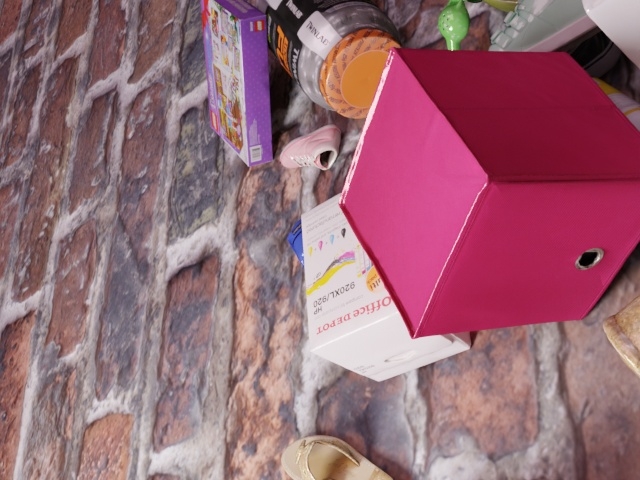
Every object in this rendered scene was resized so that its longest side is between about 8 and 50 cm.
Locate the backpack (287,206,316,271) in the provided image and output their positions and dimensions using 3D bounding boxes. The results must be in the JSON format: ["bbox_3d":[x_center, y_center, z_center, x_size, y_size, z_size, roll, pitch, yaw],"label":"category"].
[{"bbox_3d":[0.000,0.000,1.503,0.098,0.101,0.120,-41,40,13],"label":"backpack"}]

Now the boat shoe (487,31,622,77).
[{"bbox_3d":[0.269,-0.236,1.336,0.335,0.119,0.121,-35,47,28],"label":"boat shoe"}]

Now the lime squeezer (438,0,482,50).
[{"bbox_3d":[0.248,-0.361,1.432,0.310,0.110,0.059,-64,22,-4],"label":"lime squeezer"}]

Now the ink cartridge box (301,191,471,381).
[{"bbox_3d":[0.091,0.056,1.319,0.171,0.168,0.233,-28,51,33],"label":"ink cartridge box"}]

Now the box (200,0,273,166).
[{"bbox_3d":[-0.160,-0.316,1.747,0.201,0.057,0.293,46,145,48],"label":"box"}]

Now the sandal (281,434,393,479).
[{"bbox_3d":[0.015,0.316,1.305,0.240,0.079,0.088,17,58,47],"label":"sandal"}]

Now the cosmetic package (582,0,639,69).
[{"bbox_3d":[0.483,-0.404,1.046,0.329,0.327,0.394,-27,52,34],"label":"cosmetic package"}]

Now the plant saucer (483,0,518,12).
[{"bbox_3d":[0.337,-0.389,1.339,0.240,0.037,0.241,-11,37,8],"label":"plant saucer"}]

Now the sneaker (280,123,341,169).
[{"bbox_3d":[-0.020,-0.152,1.645,0.134,0.051,0.070,-26,46,29],"label":"sneaker"}]

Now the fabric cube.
[{"bbox_3d":[0.210,-0.062,1.114,0.259,0.258,0.254,-117,34,-40],"label":"fabric cube"}]

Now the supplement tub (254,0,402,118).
[{"bbox_3d":[0.018,-0.355,1.611,0.193,0.193,0.316,-50,41,14],"label":"supplement tub"}]

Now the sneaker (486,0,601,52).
[{"bbox_3d":[0.260,-0.302,1.210,0.255,0.094,0.151,-29,84,17],"label":"sneaker"}]

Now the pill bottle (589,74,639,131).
[{"bbox_3d":[0.378,-0.135,1.177,0.103,0.103,0.184,-51,41,12],"label":"pill bottle"}]

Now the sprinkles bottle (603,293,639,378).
[{"bbox_3d":[0.473,0.019,0.975,0.355,0.121,0.121,-46,43,18],"label":"sprinkles bottle"}]
